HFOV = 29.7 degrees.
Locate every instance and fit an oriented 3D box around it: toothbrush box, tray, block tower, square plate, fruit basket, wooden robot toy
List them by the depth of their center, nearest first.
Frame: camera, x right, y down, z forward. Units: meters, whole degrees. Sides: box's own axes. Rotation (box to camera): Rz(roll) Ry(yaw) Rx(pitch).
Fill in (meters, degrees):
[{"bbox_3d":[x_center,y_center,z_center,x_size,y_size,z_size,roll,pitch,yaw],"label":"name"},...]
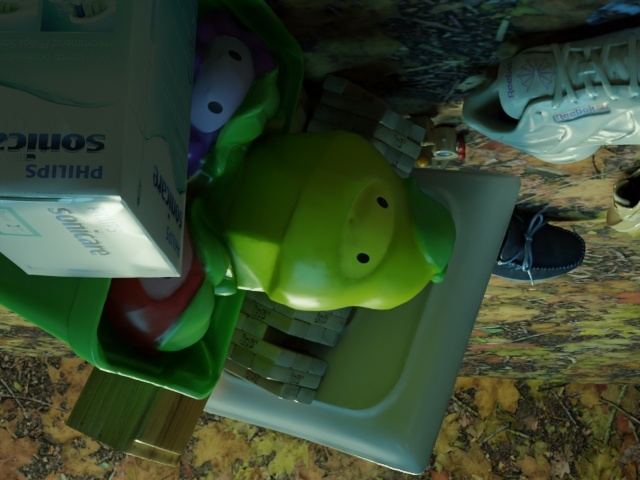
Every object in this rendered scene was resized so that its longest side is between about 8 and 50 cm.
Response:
[{"bbox_3d":[-0.165,-0.138,0.852,0.126,0.295,0.216,0,166,3],"label":"toothbrush box"},{"bbox_3d":[-0.072,-0.038,1.087,0.392,0.392,0.283,-4,164,19],"label":"fruit basket"},{"bbox_3d":[0.000,0.000,1.280,0.097,0.335,0.091,22,180,38],"label":"block tower"},{"bbox_3d":[-0.117,0.036,1.298,0.076,0.411,0.203,24,170,14],"label":"tray"},{"bbox_3d":[0.020,0.057,1.362,0.347,0.344,0.049,10,163,38],"label":"square plate"},{"bbox_3d":[0.136,-0.087,1.448,0.076,0.079,0.173,0,166,7],"label":"wooden robot toy"}]

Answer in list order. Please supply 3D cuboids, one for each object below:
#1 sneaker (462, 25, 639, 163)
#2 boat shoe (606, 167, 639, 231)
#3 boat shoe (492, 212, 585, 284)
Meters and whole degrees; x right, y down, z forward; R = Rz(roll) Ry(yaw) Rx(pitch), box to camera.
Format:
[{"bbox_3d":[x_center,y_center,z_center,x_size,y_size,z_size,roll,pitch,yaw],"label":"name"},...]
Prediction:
[{"bbox_3d":[0.264,-0.141,1.158,0.152,0.114,0.305,9,163,-33],"label":"sneaker"},{"bbox_3d":[0.410,-0.061,1.574,0.059,0.063,0.170,8,155,-14],"label":"boat shoe"},{"bbox_3d":[0.266,0.009,1.758,0.258,0.109,0.089,1,162,-7],"label":"boat shoe"}]
